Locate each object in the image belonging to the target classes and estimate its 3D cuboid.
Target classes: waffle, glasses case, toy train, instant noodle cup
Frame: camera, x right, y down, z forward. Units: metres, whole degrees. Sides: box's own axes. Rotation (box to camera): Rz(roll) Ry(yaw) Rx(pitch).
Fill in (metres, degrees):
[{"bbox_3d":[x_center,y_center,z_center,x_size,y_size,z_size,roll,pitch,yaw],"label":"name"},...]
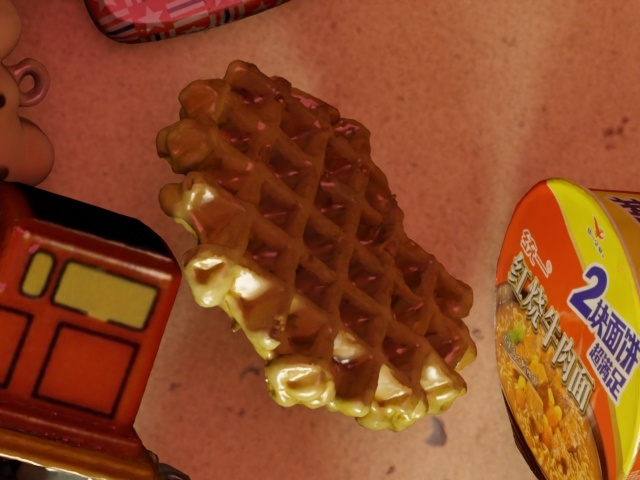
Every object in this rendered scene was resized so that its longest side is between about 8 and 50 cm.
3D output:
[{"bbox_3d":[0.001,0.000,1.160,0.249,0.056,0.253,9,56,-48],"label":"waffle"},{"bbox_3d":[-0.064,-0.182,1.226,0.194,0.049,0.073,-20,88,-12],"label":"glasses case"},{"bbox_3d":[-0.229,0.071,1.067,0.369,0.163,0.231,18,97,-22],"label":"toy train"},{"bbox_3d":[0.230,0.060,1.177,0.174,0.213,0.213,-3,83,-19],"label":"instant noodle cup"}]

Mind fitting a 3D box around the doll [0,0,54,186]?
[{"bbox_3d":[-0.302,-0.077,1.117,0.278,0.119,0.154,-3,104,-18],"label":"doll"}]
